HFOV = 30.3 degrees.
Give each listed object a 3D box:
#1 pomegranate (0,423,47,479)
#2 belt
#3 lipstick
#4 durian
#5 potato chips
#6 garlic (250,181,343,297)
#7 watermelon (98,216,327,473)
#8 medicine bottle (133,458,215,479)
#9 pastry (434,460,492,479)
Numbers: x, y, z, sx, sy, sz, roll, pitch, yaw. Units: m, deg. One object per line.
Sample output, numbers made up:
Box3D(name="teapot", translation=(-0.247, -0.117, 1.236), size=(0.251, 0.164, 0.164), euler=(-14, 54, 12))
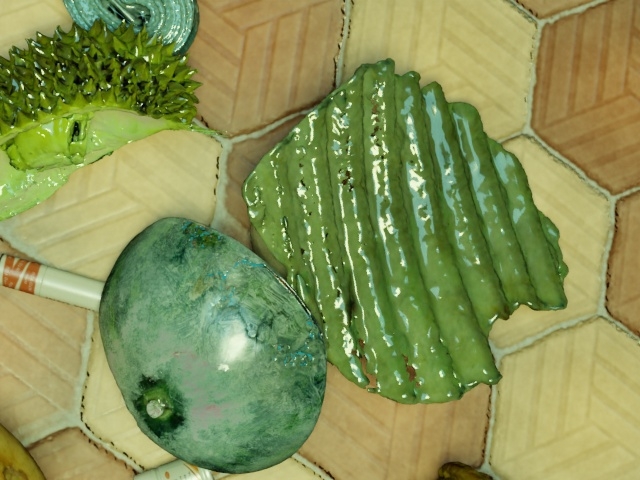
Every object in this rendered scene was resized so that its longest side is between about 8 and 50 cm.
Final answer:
Box3D(name="pomegranate", translation=(-0.442, 0.334, 1.237), size=(0.342, 0.342, 0.343), euler=(1, 84, -8))
Box3D(name="belt", translation=(-0.227, -0.286, 1.432), size=(0.147, 0.082, 0.163), euler=(-24, 94, 1))
Box3D(name="lipstick", translation=(-0.320, 0.051, 1.407), size=(0.130, 0.038, 0.038), euler=(16, 82, -6))
Box3D(name="durian", translation=(-0.307, -0.143, 1.376), size=(0.355, 0.157, 0.169), euler=(-22, 130, 5))
Box3D(name="potato chips", translation=(0.118, -0.020, 1.402), size=(0.373, 0.097, 0.389), euler=(-38, 98, -27))
Box3D(name="garlic", translation=(0.002, 0.012, 1.437), size=(0.198, 0.090, 0.128), euler=(36, 68, 1))
Box3D(name="watermelon", translation=(-0.131, 0.125, 1.334), size=(0.322, 0.188, 0.175), euler=(47, 54, 1))
Box3D(name="medicine bottle", translation=(-0.171, 0.289, 1.396), size=(0.089, 0.057, 0.057), euler=(-19, 87, -10))
Box3D(name="pastry", translation=(0.188, 0.346, 1.383), size=(0.189, 0.189, 0.103), euler=(44, 77, -2))
